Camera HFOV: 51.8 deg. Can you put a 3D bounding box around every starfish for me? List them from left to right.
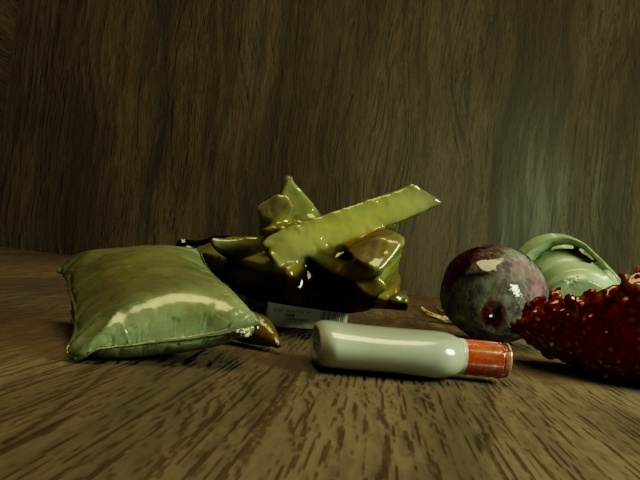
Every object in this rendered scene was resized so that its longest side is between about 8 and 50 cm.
[{"bbox_3d":[0.333,0.175,1.513,0.138,0.050,0.247,7,-8,-37],"label":"starfish"}]

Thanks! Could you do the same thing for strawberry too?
[{"bbox_3d":[0.420,0.143,0.885,0.233,0.137,0.306,30,-41,-34],"label":"strawberry"}]

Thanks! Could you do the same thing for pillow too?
[{"bbox_3d":[-0.197,0.060,0.748,0.185,0.074,0.302,-7,16,-22],"label":"pillow"}]

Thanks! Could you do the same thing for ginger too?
[{"bbox_3d":[0.000,0.000,1.117,0.414,0.211,0.358,8,-2,35],"label":"ginger"}]

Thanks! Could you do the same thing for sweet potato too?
[{"bbox_3d":[-0.158,0.094,0.849,0.274,0.067,0.067,10,0,27],"label":"sweet potato"}]

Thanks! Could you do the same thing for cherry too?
[{"bbox_3d":[0.312,0.100,1.182,0.195,0.195,0.195,6,-1,0],"label":"cherry"}]

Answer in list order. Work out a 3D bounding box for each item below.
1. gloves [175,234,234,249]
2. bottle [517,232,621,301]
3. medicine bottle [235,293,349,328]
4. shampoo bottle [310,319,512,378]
[{"bbox_3d":[-0.181,0.077,1.473,0.301,0.152,0.197,28,11,-46],"label":"gloves"},{"bbox_3d":[0.521,0.107,1.418,0.229,0.229,0.351,6,12,9],"label":"bottle"},{"bbox_3d":[-0.072,0.117,1.148,0.171,0.052,0.201,9,-1,-33],"label":"medicine bottle"},{"bbox_3d":[0.102,0.124,0.736,0.221,0.051,0.108,6,-4,-7],"label":"shampoo bottle"}]
